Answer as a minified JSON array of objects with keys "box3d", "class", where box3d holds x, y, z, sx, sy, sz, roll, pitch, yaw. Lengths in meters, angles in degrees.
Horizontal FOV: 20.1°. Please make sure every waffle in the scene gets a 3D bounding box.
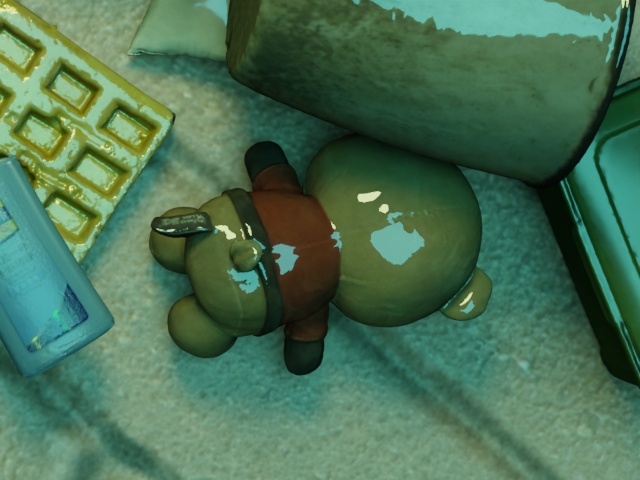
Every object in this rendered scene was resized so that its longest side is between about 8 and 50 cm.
[{"box3d":[-0.294,-0.085,1.760,0.221,0.055,0.248,34,83,-12],"class":"waffle"}]

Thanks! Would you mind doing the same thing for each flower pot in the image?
[{"box3d":[0.093,-0.219,1.685,0.330,0.293,0.293,10,86,-14],"class":"flower pot"}]

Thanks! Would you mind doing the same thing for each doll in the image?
[{"box3d":[0.000,0.000,1.769,0.330,0.174,0.235,-15,80,-14],"class":"doll"}]

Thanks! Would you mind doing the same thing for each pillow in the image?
[{"box3d":[-0.111,-0.294,1.799,0.144,0.078,0.254,5,88,-1],"class":"pillow"}]

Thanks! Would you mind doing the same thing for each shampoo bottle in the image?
[{"box3d":[-0.302,-0.004,1.699,0.104,0.061,0.258,-32,97,-10],"class":"shampoo bottle"}]

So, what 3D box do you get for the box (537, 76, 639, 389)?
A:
[{"box3d":[0.365,-0.008,1.857,0.253,0.178,0.328,-22,92,-14],"class":"box"}]
